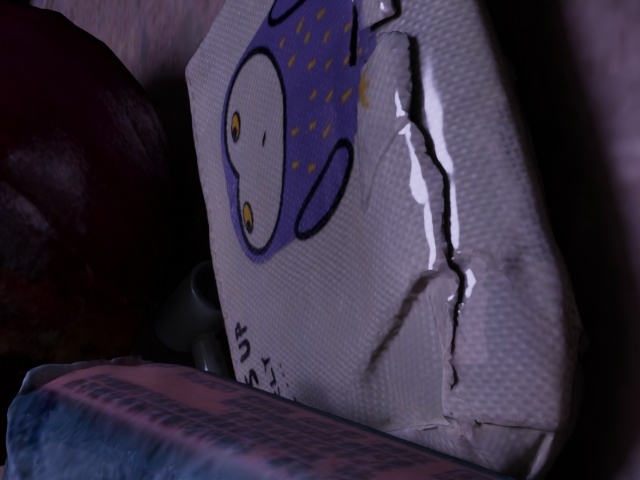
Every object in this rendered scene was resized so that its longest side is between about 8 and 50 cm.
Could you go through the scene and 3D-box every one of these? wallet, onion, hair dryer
[{"bbox_3d":[0.002,0.001,0.463,0.275,0.068,0.335,-39,57,52],"label":"wallet"},{"bbox_3d":[-0.216,-0.023,0.648,0.260,0.282,0.337,-58,-2,4],"label":"onion"},{"bbox_3d":[-0.061,0.079,0.606,0.063,0.038,0.124,-45,56,49],"label":"hair dryer"}]

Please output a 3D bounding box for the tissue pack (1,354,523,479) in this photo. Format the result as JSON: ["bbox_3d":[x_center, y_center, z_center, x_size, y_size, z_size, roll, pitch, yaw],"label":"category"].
[{"bbox_3d":[0.011,0.180,0.323,0.316,0.103,0.228,11,96,41],"label":"tissue pack"}]
